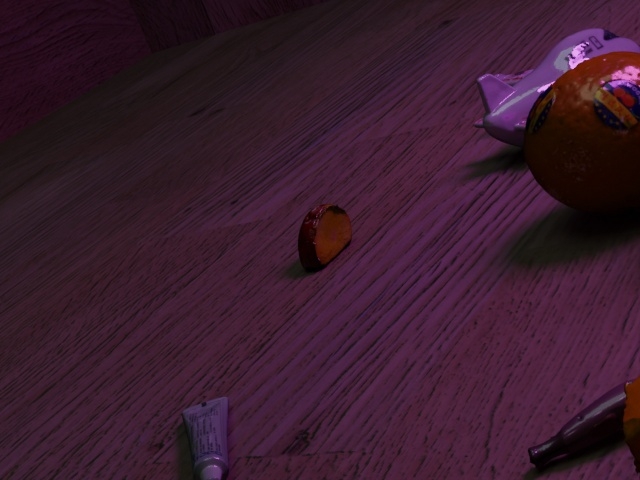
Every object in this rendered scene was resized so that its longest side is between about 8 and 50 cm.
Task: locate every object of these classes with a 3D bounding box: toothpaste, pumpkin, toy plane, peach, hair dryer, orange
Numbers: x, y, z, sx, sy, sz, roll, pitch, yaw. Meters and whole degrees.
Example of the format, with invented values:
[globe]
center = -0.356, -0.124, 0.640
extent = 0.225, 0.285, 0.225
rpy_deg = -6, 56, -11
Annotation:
[toothpaste]
center = -0.101, 0.181, 1.200
extent = 0.048, 0.029, 0.197
rpy_deg = -20, 14, -2
[pumpkin]
center = 0.227, 0.129, 0.863
extent = 0.054, 0.083, 0.074
rpy_deg = -20, 20, 19
[toy plane]
center = 0.307, -0.193, 1.689
extent = 0.252, 0.118, 0.252
rpy_deg = -17, 17, 6
[peach]
center = 0.000, 0.000, 1.594
extent = 0.050, 0.077, 0.083
rpy_deg = -6, 67, 32
[hair dryer]
center = 0.222, 0.127, 0.959
extent = 0.154, 0.054, 0.106
rpy_deg = -29, 20, 12
[orange]
center = 0.295, -0.109, 1.358
extent = 0.177, 0.155, 0.177
rpy_deg = -42, -13, -12
